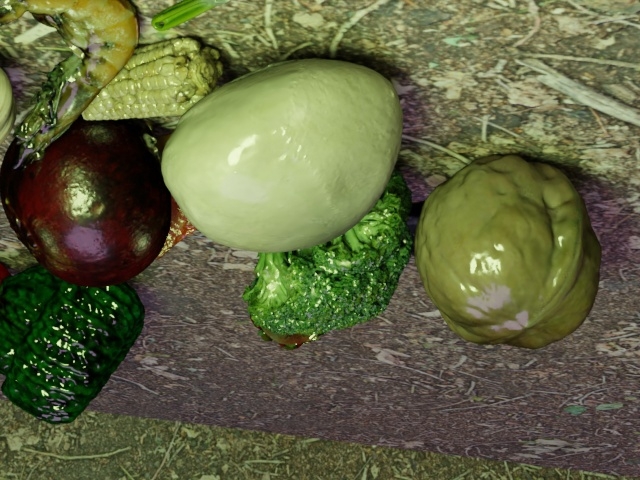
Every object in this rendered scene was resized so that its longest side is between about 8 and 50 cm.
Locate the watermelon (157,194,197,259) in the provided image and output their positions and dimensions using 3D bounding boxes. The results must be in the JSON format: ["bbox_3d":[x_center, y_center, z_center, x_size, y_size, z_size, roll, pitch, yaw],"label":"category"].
[{"bbox_3d":[-0.195,-0.058,1.753,0.145,0.137,0.193,-38,146,10],"label":"watermelon"}]

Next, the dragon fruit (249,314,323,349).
[{"bbox_3d":[-0.054,0.112,2.164,0.142,0.138,0.175,35,174,-13],"label":"dragon fruit"}]

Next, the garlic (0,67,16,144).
[{"bbox_3d":[-0.452,-0.115,1.440,0.199,0.226,0.199,18,176,1],"label":"garlic"}]

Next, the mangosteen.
[{"bbox_3d":[-0.263,-0.075,1.598,0.261,0.235,0.235,-35,171,-20],"label":"mangosteen"}]

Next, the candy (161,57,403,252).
[{"bbox_3d":[-0.030,-0.088,1.413,0.295,0.185,0.295,-25,170,-5],"label":"candy"}]

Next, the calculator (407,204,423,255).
[{"bbox_3d":[0.209,-0.013,1.844,0.268,0.040,0.177,0,158,27],"label":"calculator"}]

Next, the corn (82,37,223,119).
[{"bbox_3d":[-0.208,-0.172,1.440,0.211,0.087,0.087,-7,157,29],"label":"corn"}]

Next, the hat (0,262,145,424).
[{"bbox_3d":[-0.488,0.133,2.177,0.332,0.274,0.242,32,170,1],"label":"hat"}]

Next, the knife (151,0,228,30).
[{"bbox_3d":[-0.115,-0.244,1.308,0.184,0.026,0.022,-13,114,45],"label":"knife"}]

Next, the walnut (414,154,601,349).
[{"bbox_3d":[0.237,0.019,1.622,0.248,0.248,0.248,5,160,2],"label":"walnut"}]

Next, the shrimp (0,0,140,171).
[{"bbox_3d":[-0.315,-0.176,1.352,0.198,0.051,0.262,12,131,-42],"label":"shrimp"}]

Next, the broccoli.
[{"bbox_3d":[0.000,0.000,1.649,0.269,0.241,0.261,-35,-174,-19],"label":"broccoli"}]
